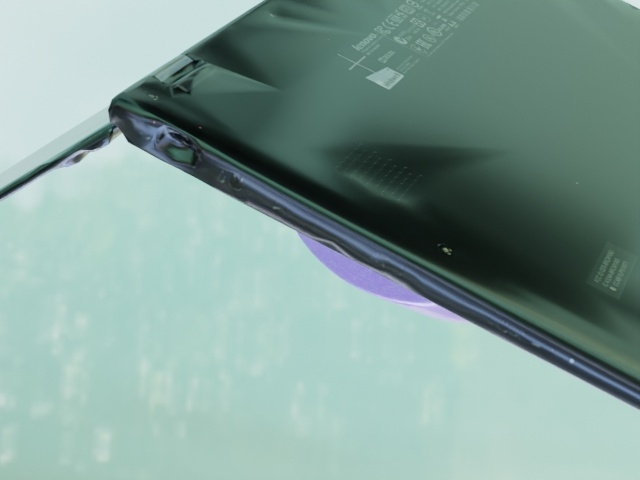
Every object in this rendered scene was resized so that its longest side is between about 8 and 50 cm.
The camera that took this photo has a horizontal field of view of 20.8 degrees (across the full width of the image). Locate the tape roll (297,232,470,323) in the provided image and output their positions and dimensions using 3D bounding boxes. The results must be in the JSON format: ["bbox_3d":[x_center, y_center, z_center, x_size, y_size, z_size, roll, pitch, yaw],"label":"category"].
[{"bbox_3d":[0.104,-0.082,1.252,0.274,0.275,0.090,-8,164,28],"label":"tape roll"}]

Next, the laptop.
[{"bbox_3d":[0.000,0.000,0.820,0.408,0.236,0.382,28,-151,8],"label":"laptop"}]
